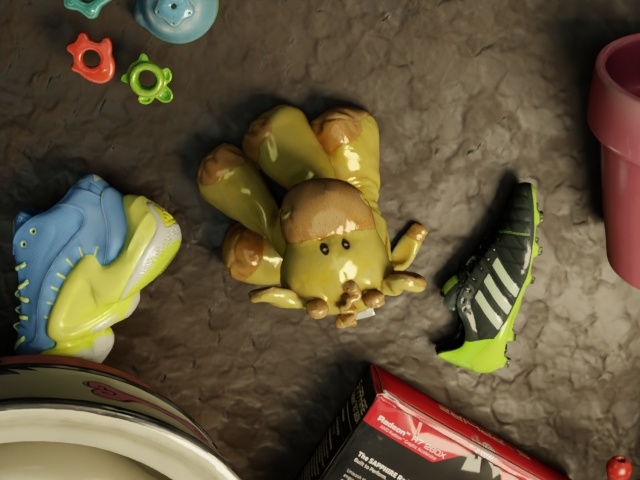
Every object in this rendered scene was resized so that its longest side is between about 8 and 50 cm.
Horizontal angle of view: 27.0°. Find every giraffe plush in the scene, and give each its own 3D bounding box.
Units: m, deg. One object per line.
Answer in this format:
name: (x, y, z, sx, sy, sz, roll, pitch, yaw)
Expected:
giraffe plush: (0.000, 0.000, 1.094, 0.181, 0.170, 0.210, -33, 104, 6)

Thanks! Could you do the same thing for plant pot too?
plant pot: (0.313, -0.055, 1.094, 0.201, 0.201, 0.180, 1, 121, -3)

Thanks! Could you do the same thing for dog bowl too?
dog bowl: (-0.237, 0.274, 1.096, 0.408, 0.150, 0.408, -5, 114, -11)

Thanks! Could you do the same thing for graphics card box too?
graphics card box: (0.049, 0.325, 1.223, 0.232, 0.094, 0.371, 30, 101, -10)

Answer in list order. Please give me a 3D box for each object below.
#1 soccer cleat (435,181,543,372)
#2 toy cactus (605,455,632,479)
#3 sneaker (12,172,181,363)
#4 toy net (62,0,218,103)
soccer cleat: (0.147, 0.032, 1.168, 0.072, 0.060, 0.179, 11, 107, -4)
toy cactus: (0.309, 0.232, 1.181, 0.112, 0.219, 0.181, 23, 114, 38)
sneaker: (-0.228, 0.044, 1.153, 0.126, 0.091, 0.240, 41, 101, 7)
toy net: (-0.204, -0.211, 1.098, 0.232, 0.045, 0.122, 29, 104, -8)
